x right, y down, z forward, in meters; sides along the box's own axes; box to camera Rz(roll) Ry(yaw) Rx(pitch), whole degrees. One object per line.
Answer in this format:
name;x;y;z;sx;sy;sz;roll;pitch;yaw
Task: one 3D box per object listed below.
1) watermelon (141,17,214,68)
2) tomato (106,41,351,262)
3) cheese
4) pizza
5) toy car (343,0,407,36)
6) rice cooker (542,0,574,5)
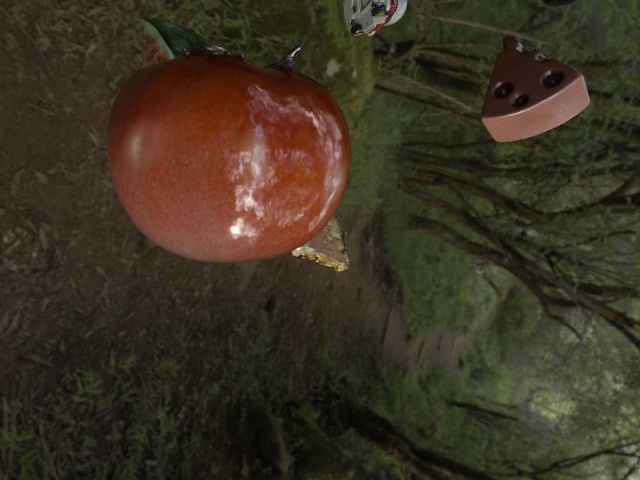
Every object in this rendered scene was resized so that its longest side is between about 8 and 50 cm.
watermelon;-0.284;-0.342;1.263;0.251;0.283;0.292;-5;136;-25
tomato;-0.095;-0.090;0.575;0.256;0.256;0.224;-13;106;-68
cheese;0.454;-0.308;1.093;0.128;0.177;0.202;32;74;-52
pizza;0.000;0.000;1.454;0.081;0.228;0.289;-29;-160;27
toy car;0.122;-0.476;1.063;0.112;0.139;0.112;-13;101;-29
rice cooker;0.514;-0.625;1.081;0.241;0.227;0.280;12;-103;63
